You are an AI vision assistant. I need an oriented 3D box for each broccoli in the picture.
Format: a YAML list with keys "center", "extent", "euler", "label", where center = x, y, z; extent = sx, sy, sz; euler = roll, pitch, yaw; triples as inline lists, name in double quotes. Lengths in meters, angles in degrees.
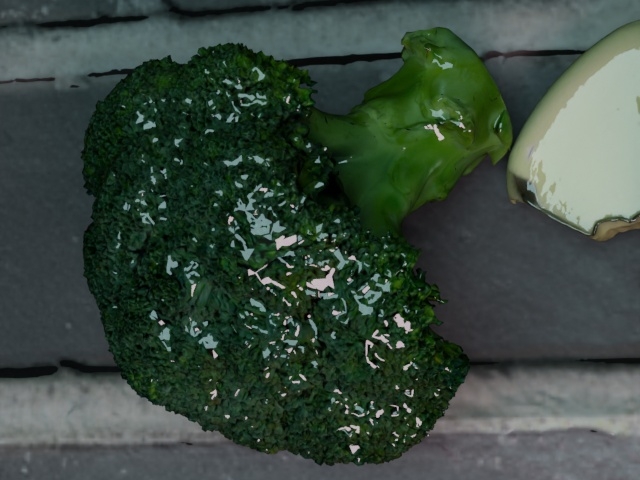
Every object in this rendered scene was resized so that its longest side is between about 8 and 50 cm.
- center: [0.000, 0.000, 1.182]
  extent: [0.297, 0.297, 0.297]
  euler: [-34, 74, -17]
  label: "broccoli"

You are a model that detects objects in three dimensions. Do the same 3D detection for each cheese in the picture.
- center: [0.224, -0.112, 1.211]
  extent: [0.127, 0.050, 0.255]
  euler: [31, 93, 18]
  label: "cheese"
